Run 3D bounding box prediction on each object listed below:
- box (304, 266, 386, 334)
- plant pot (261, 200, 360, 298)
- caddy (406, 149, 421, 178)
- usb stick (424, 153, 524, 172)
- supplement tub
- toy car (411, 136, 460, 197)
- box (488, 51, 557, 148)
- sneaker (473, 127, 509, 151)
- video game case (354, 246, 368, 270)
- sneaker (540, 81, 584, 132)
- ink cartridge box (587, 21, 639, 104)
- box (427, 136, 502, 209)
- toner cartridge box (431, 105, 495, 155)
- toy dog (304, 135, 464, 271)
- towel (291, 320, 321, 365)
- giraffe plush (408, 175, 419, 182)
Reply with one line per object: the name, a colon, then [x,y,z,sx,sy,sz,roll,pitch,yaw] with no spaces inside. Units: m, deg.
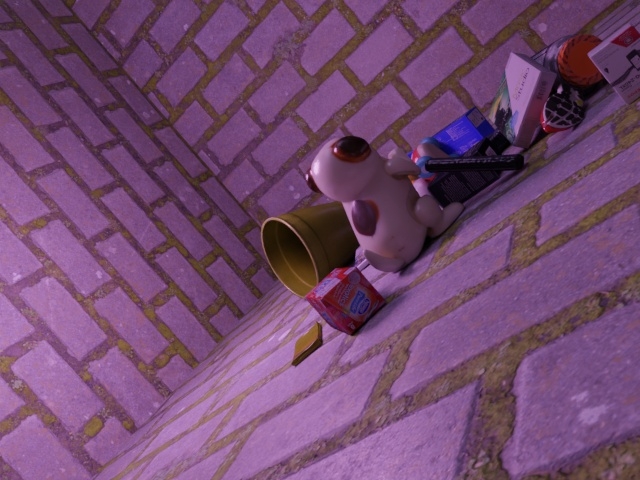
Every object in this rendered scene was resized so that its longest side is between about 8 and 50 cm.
box: [0.059,0.155,1.584,0.128,0.123,0.257,-41,4,-11]
plant pot: [0.000,0.000,2.506,0.353,0.367,0.366,-30,-2,-31]
caddy: [0.401,-0.287,2.637,0.341,0.179,0.241,-45,3,-1]
usb stick: [0.438,-0.220,1.712,0.277,0.045,0.077,2,14,32]
supplement tub: [0.772,-0.538,1.921,0.193,0.194,0.316,-41,5,-2]
toy car: [0.375,-0.204,2.128,0.238,0.210,0.219,-53,7,32]
box: [0.630,-0.452,1.898,0.322,0.058,0.232,-86,8,-64]
sneaker: [0.629,-0.360,2.086,0.163,0.086,0.226,-41,2,40]
video game case: [0.202,0.013,2.184,0.201,0.023,0.183,-44,12,20]
sneaker: [0.674,-0.349,1.694,0.279,0.107,0.118,-41,-16,-48]
ink cartridge box: [0.715,-0.408,1.389,0.109,0.150,0.063,-38,9,30]
box: [0.456,-0.204,1.868,0.207,0.108,0.153,-38,5,37]
toner cartridge box: [0.599,-0.430,2.556,0.075,0.165,0.348,-40,4,-19]
toy dog: [0.142,-0.121,1.758,0.395,0.408,0.284,-43,4,-37]
towel: [-0.041,0.295,1.738,0.102,0.021,0.237,-40,4,3]
giraffe plush: [0.370,-0.218,2.338,0.181,0.170,0.210,-38,5,31]
